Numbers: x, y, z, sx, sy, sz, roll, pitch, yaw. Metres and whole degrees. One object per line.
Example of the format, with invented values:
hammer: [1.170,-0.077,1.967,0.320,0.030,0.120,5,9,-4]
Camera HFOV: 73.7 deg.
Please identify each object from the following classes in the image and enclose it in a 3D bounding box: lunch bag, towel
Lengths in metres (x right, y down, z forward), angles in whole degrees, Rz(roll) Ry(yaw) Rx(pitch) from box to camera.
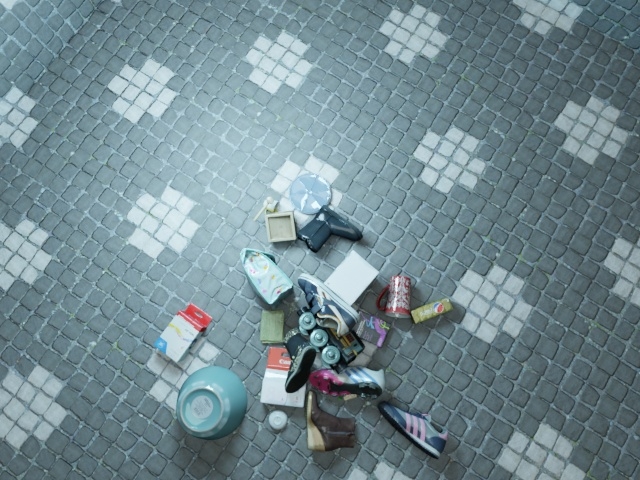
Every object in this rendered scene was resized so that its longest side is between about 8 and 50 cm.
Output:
lunch bag: [-0.244,0.154,1.868,0.160,0.223,0.262,-40,79,-12]
towel: [-0.217,0.388,1.922,0.110,0.027,0.147,-1,80,2]

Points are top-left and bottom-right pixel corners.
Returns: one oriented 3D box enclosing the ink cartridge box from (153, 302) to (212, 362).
ink cartridge box: [-0.608,0.406,1.902,0.134,0.078,0.230,33,81,7]

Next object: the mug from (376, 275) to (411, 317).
mug: [0.330,0.246,1.891,0.151,0.113,0.169,7,71,7]

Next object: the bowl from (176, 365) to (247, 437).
bowl: [-0.479,0.698,1.801,0.313,0.163,0.310,0,80,1]

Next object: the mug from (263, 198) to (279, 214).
mug: [-0.237,-0.159,2.012,0.064,0.062,0.078,22,73,13]

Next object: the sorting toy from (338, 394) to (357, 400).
sorting toy: [0.111,0.668,1.867,0.084,0.012,0.061,-17,77,-2]

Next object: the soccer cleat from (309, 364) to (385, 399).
soccer cleat: [0.120,0.598,1.843,0.332,0.143,0.115,2,115,20]

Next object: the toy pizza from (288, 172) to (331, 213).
toy pizza: [-0.051,-0.223,2.033,0.202,0.032,0.201,0,80,1]

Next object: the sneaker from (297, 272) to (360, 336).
sneaker: [0.003,0.268,1.783,0.321,0.126,0.127,36,67,23]

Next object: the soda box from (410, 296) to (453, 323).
soda box: [0.490,0.312,1.903,0.182,0.058,0.061,-20,79,-2]

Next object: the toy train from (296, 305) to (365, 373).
toy train: [0.040,0.405,1.849,0.190,0.142,0.333,-30,66,-17]

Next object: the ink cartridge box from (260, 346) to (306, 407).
ink cartridge box: [-0.153,0.597,1.868,0.189,0.066,0.231,6,84,3]

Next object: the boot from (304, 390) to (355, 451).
boot: [0.040,0.768,1.829,0.207,0.090,0.248,-1,78,-11]

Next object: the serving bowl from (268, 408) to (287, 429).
serving bowl: [-0.184,0.776,1.846,0.084,0.027,0.083,0,78,1]

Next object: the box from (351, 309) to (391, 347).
box: [0.221,0.394,1.909,0.162,0.029,0.115,23,80,7]

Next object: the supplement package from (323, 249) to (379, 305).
supplement package: [0.132,0.173,1.865,0.149,0.203,0.194,41,83,8]

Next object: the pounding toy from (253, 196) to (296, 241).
pounding toy: [-0.212,-0.102,1.959,0.181,0.094,0.205,-6,100,1]

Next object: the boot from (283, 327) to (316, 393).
boot: [-0.112,0.515,1.841,0.085,0.178,0.236,15,106,-33]

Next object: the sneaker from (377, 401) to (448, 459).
sneaker: [0.392,0.768,1.808,0.319,0.112,0.131,40,66,5]

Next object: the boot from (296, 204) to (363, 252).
boot: [0.039,-0.019,1.946,0.247,0.094,0.207,37,75,7]
